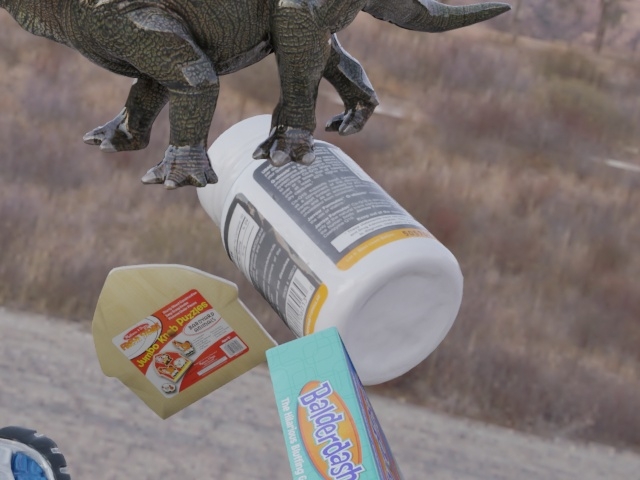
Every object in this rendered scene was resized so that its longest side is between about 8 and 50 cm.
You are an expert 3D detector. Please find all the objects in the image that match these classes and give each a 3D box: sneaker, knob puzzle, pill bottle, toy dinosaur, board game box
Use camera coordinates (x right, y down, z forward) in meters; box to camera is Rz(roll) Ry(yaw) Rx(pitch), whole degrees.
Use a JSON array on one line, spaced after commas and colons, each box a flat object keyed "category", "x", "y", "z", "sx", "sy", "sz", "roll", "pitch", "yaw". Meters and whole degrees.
[{"category": "sneaker", "x": -0.189, "y": 0.221, "z": 0.885, "sx": 0.071, "sy": 0.083, "sz": 0.190, "roll": 7, "pitch": 42, "yaw": -32}, {"category": "knob puzzle", "x": -0.172, "y": 0.096, "z": 1.520, "sx": 0.213, "sy": 0.213, "sz": 0.030, "roll": 13, "pitch": 30, "yaw": -9}, {"category": "pill bottle", "x": 0.000, "y": 0.000, "z": 1.306, "sx": 0.162, "sy": 0.162, "sz": 0.278, "roll": 12, "pitch": 26, "yaw": -43}, {"category": "toy dinosaur", "x": -0.036, "y": -0.119, "z": 0.628, "sx": 0.314, "sy": 0.160, "sz": 0.121, "roll": -6, "pitch": 20, "yaw": -15}, {"category": "board game box", "x": 0.034, "y": 0.177, "z": 0.767, "sx": 0.047, "sy": 0.210, "sz": 0.160, "roll": -21, "pitch": 40, "yaw": 4}]
